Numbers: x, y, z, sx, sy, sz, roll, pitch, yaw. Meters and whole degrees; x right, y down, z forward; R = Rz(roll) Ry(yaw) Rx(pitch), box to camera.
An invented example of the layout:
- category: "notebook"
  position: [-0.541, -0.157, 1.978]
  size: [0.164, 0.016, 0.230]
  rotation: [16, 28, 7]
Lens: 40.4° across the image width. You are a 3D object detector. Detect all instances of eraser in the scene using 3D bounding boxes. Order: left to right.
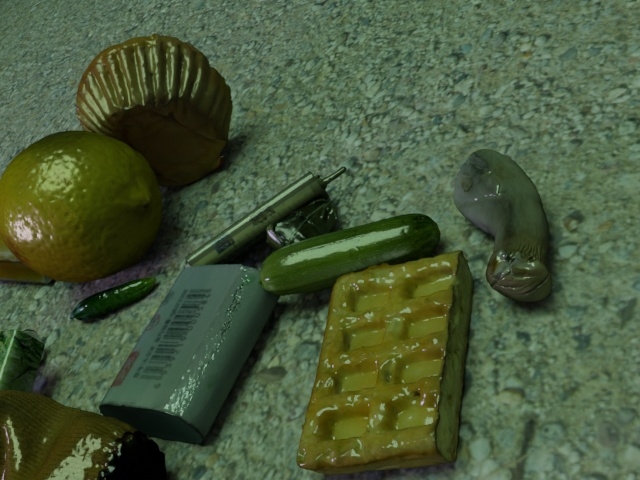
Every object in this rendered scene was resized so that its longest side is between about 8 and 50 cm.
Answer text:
- category: "eraser"
  position: [-0.166, 0.141, 1.122]
  size: [0.174, 0.081, 0.227]
  rotation: [0, 47, 36]

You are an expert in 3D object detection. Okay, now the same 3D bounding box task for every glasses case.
- category: "glasses case"
  position: [-0.472, 0.261, 1.214]
  size: [0.095, 0.062, 0.272]
  rotation: [-15, 50, 28]

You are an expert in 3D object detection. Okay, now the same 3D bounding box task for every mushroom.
- category: "mushroom"
  position: [0.214, -0.017, 0.985]
  size: [0.092, 0.081, 0.223]
  rotation: [-12, 39, 2]

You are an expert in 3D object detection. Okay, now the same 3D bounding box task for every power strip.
- category: "power strip"
  position: [-0.075, -0.030, 1.248]
  size: [0.268, 0.034, 0.092]
  rotation: [-34, -8, 2]

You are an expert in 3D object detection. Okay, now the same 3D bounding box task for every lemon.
- category: "lemon"
  position: [-0.386, -0.053, 1.395]
  size: [0.267, 0.267, 0.267]
  rotation: [-23, 36, 18]

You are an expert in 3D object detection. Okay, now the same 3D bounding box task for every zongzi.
- category: "zongzi"
  position: [0.000, 0.000, 1.183]
  size: [0.109, 0.055, 0.119]
  rotation: [-32, 53, -21]

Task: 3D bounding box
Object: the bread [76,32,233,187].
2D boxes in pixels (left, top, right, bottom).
- category: "bread"
  position: [-0.281, -0.214, 1.487]
  size: [0.274, 0.274, 0.149]
  rotation: [-26, 44, 14]

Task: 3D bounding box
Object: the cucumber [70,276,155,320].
- category: "cucumber"
  position: [-0.332, 0.093, 1.359]
  size: [0.168, 0.039, 0.039]
  rotation: [-22, 37, 17]

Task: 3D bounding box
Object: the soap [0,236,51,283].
- category: "soap"
  position: [-0.561, -0.005, 1.631]
  size: [0.274, 0.089, 0.173]
  rotation: [0, 47, 40]

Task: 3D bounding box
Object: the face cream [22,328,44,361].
- category: "face cream"
  position: [-0.545, 0.207, 1.395]
  size: [0.244, 0.058, 0.092]
  rotation: [-24, 49, 23]

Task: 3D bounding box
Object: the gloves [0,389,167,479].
- category: "gloves"
  position: [-0.353, 0.285, 1.040]
  size: [0.357, 0.155, 0.203]
  rotation: [5, 65, 18]

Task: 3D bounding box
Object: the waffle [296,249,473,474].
- category: "waffle"
  position: [0.075, 0.131, 0.945]
  size: [0.168, 0.057, 0.274]
  rotation: [-16, 39, 28]

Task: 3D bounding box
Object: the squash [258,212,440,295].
- category: "squash"
  position: [0.033, 0.019, 1.087]
  size: [0.239, 0.069, 0.069]
  rotation: [-15, 39, 13]
